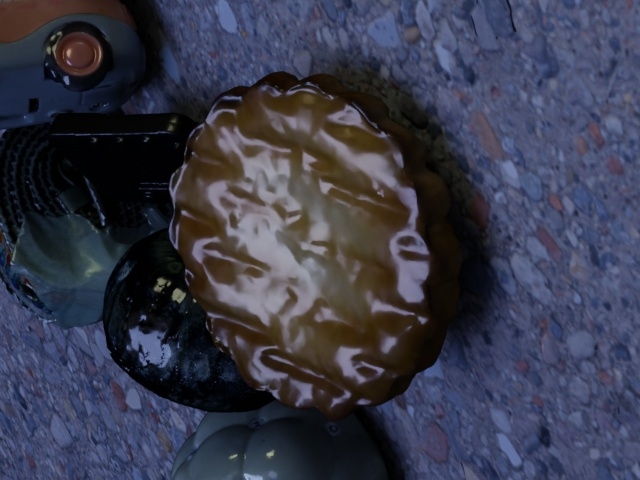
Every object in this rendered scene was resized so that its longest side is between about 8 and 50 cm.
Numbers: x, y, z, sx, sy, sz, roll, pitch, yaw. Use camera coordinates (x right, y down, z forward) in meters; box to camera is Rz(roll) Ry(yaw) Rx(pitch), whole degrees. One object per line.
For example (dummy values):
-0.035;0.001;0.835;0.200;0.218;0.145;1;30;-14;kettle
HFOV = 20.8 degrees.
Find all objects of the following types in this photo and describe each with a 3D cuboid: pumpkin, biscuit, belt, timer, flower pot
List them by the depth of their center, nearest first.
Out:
0.000;0.000;1.626;0.325;0.107;0.326;14;113;35;biscuit
-0.116;0.080;1.833;0.233;0.233;0.163;36;124;41;pumpkin
-0.186;-0.093;1.887;0.187;0.055;0.144;2;150;32;timer
-0.045;0.278;1.898;0.246;0.195;0.246;41;148;32;flower pot
-0.295;-0.030;2.062;0.258;0.207;0.150;66;156;11;belt

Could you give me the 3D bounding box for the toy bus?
-0.345;-0.232;1.925;0.194;0.287;0.232;115;144;-69;toy bus
